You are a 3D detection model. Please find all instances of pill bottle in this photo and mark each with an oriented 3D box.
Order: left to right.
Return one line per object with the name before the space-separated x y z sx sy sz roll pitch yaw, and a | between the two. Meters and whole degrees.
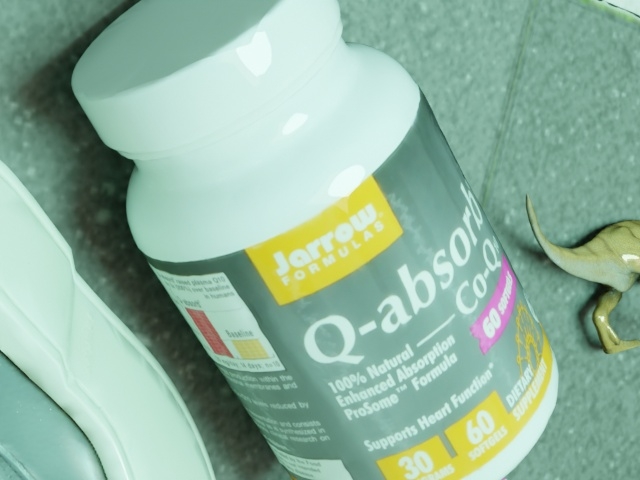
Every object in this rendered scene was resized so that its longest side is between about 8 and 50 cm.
pill bottle | 0.000 0.000 0.797 0.162 0.162 0.278 -43 120 -22

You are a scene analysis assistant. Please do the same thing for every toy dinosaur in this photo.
toy dinosaur | 0.192 0.016 1.011 0.211 0.064 0.112 -12 87 -43

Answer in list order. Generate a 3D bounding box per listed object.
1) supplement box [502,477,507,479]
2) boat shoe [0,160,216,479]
supplement box | 0.059 0.241 0.913 0.114 0.111 0.220 -25 111 -29
boat shoe | -0.139 0.094 0.776 0.099 0.116 0.319 -18 125 14
